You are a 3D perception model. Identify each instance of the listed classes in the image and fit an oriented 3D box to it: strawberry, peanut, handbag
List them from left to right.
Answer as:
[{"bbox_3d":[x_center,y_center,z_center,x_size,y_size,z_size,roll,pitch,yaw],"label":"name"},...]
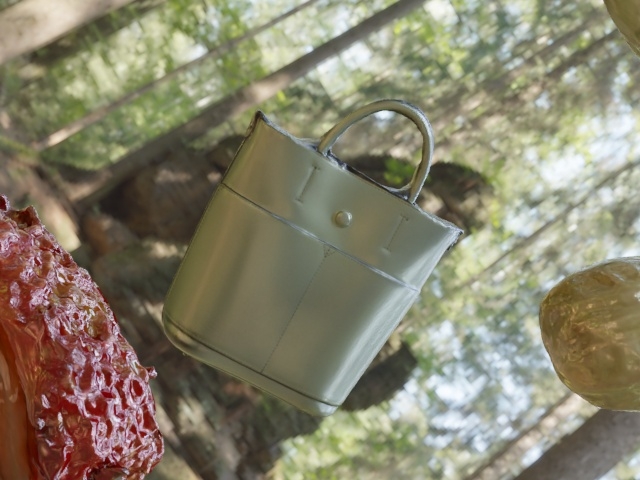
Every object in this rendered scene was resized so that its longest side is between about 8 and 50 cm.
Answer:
[{"bbox_3d":[-0.176,0.072,0.703,0.174,0.098,0.228,-44,-112,44],"label":"strawberry"},{"bbox_3d":[0.000,0.000,1.161,0.241,0.315,0.109,28,4,-16],"label":"handbag"},{"bbox_3d":[0.349,0.083,1.104,0.152,0.313,0.152,174,-90,-73],"label":"peanut"}]

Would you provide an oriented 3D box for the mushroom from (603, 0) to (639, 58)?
[{"bbox_3d":[0.337,-0.255,0.819,0.260,0.352,0.352,53,-25,22],"label":"mushroom"}]
